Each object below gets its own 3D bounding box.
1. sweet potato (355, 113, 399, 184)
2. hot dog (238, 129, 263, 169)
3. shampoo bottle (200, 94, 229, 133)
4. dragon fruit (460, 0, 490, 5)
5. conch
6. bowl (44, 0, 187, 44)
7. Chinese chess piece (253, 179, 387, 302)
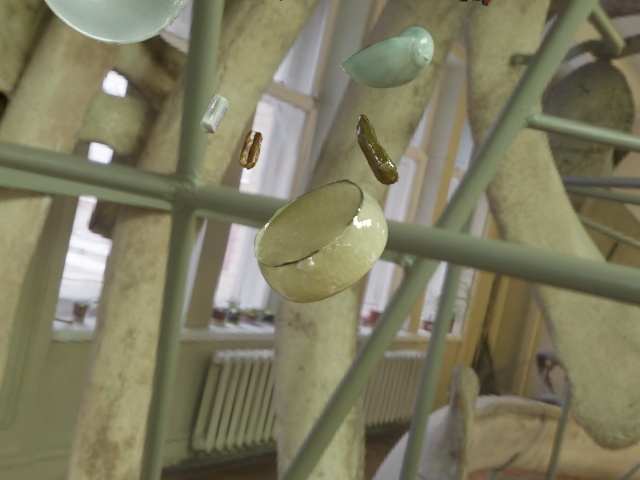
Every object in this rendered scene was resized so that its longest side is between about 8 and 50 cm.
[{"bbox_3d":[0.144,-0.252,2.236,0.062,0.233,0.081,-30,-20,15],"label":"sweet potato"},{"bbox_3d":[-0.170,-0.221,2.008,0.049,0.122,0.037,18,-34,-4],"label":"hot dog"},{"bbox_3d":[-0.279,-0.325,2.143,0.043,0.099,0.072,27,-9,6],"label":"shampoo bottle"},{"bbox_3d":[0.237,-0.639,1.502,0.228,0.329,0.286,18,17,-34],"label":"dragon fruit"},{"bbox_3d":[0.159,-0.424,1.915,0.221,0.121,0.185,-19,-21,11],"label":"conch"},{"bbox_3d":[-0.430,-0.573,1.628,0.345,0.345,0.157,11,11,-40],"label":"bowl"},{"bbox_3d":[0.000,0.000,2.018,0.338,0.338,0.140,14,-36,53],"label":"Chinese chess piece"}]
